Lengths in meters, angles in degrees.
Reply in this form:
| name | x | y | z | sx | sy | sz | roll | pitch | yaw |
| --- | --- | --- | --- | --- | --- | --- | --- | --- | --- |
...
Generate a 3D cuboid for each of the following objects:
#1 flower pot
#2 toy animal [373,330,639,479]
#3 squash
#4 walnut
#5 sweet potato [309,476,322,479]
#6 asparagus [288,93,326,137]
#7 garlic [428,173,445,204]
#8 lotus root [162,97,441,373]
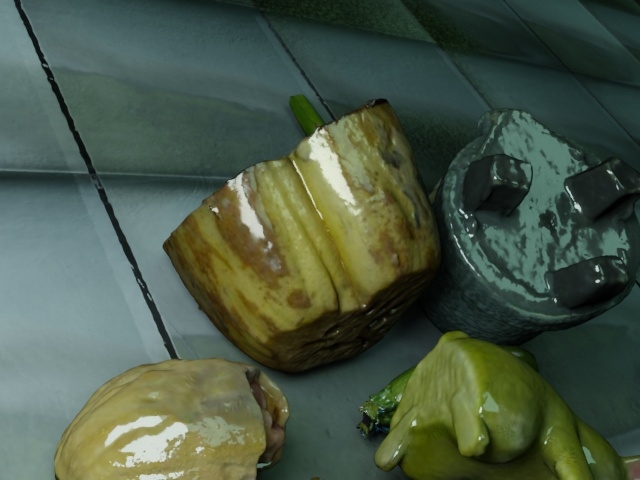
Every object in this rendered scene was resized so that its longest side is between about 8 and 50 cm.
| name | x | y | z | sx | sy | sz | roll | pitch | yaw |
| --- | --- | --- | --- | --- | --- | --- | --- | --- | --- |
| flower pot | 0.260 | -0.019 | 1.182 | 0.299 | 0.283 | 0.299 | 6 | 69 | -15 |
| toy animal | 0.243 | 0.258 | 0.971 | 0.363 | 0.181 | 0.180 | 39 | 44 | -10 |
| squash | 0.165 | 0.181 | 1.109 | 0.331 | 0.087 | 0.087 | -7 | 51 | -42 |
| walnut | -0.126 | 0.184 | 0.817 | 0.204 | 0.141 | 0.238 | 24 | 32 | -6 |
| sweet potato | -0.023 | 0.304 | 0.810 | 0.074 | 0.075 | 0.269 | 34 | 30 | 0 |
| asparagus | -0.003 | -0.171 | 1.442 | 0.045 | 0.041 | 0.178 | 32 | 20 | -49 |
| garlic | 0.273 | -0.053 | 1.439 | 0.178 | 0.143 | 0.229 | 19 | 28 | -19 |
| lotus root | 0.000 | 0.000 | 1.028 | 0.316 | 0.316 | 0.250 | -16 | 70 | -49 |
